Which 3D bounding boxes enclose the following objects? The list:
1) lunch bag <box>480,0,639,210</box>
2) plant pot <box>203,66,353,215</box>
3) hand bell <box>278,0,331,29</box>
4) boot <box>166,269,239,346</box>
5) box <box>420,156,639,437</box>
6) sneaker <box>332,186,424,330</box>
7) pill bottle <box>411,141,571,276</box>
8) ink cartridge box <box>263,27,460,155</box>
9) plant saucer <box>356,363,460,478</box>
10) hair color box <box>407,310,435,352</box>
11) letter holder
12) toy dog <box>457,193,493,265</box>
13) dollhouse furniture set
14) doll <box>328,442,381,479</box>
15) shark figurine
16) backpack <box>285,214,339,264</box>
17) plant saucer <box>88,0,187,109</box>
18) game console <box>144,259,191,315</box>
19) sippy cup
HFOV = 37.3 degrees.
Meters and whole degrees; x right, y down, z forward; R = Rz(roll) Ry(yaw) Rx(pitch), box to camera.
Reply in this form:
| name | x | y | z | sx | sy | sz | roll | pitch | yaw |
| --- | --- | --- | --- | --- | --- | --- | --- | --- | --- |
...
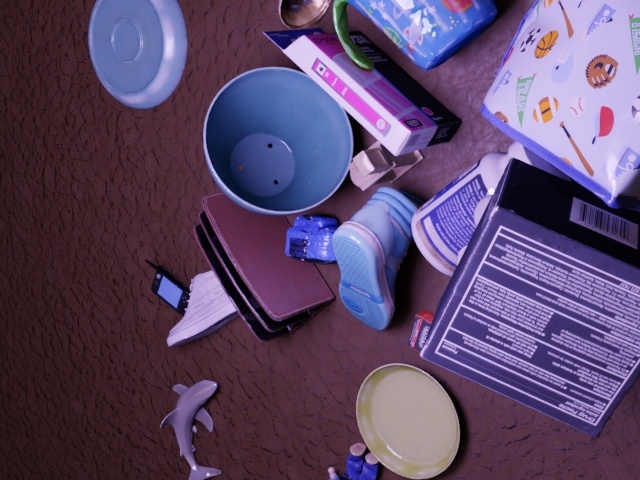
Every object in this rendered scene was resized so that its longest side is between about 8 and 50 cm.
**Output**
| name | x | y | z | sx | sy | sz | roll | pitch | yaw |
| --- | --- | --- | --- | --- | --- | --- | --- | --- | --- |
| lunch bag | 0.444 | -0.259 | 1.439 | 0.385 | 0.239 | 0.328 | 44 | 114 | 46 |
| plant pot | -0.099 | -0.175 | 1.894 | 0.290 | 0.290 | 0.195 | 67 | 164 | 5 |
| hand bell | -0.094 | -0.541 | 1.905 | 0.242 | 0.126 | 0.126 | 48 | 124 | 32 |
| boot | -0.271 | 0.147 | 2.185 | 0.258 | 0.095 | 0.123 | -31 | 75 | 28 |
| box | 0.346 | 0.083 | 1.404 | 0.296 | 0.183 | 0.294 | 25 | 124 | 5 |
| sneaker | 0.134 | 0.027 | 1.840 | 0.127 | 0.208 | 0.319 | 29 | 152 | 24 |
| pill bottle | 0.299 | -0.061 | 1.669 | 0.265 | 0.153 | 0.153 | -40 | 76 | 36 |
| ink cartridge box | 0.076 | -0.304 | 1.767 | 0.371 | 0.176 | 0.069 | 43 | 125 | 21 |
| plant saucer | 0.182 | 0.361 | 1.919 | 0.241 | 0.037 | 0.241 | 8 | 104 | 35 |
| hair color box | 0.244 | 0.199 | 1.835 | 0.141 | 0.043 | 0.072 | 25 | 113 | 29 |
| letter holder | -0.152 | 0.055 | 1.988 | 0.152 | 0.214 | 0.302 | -40 | 76 | 35 |
| toy dog | 0.392 | 0.067 | 1.552 | 0.334 | 0.161 | 0.220 | 16 | 131 | -3 |
| dollhouse furniture set | 0.076 | -0.184 | 1.789 | 0.101 | 0.182 | 0.161 | -38 | 77 | 36 |
| doll | 0.071 | 0.520 | 2.028 | 0.129 | 0.046 | 0.189 | 25 | 120 | 20 |
| shark figurine | -0.332 | 0.457 | 2.274 | 0.166 | 0.116 | 0.278 | 13 | 105 | 35 |
| backpack | 0.000 | 0.000 | 1.938 | 0.120 | 0.098 | 0.101 | 12 | 103 | 35 |
| plant saucer | -0.438 | -0.462 | 2.199 | 0.318 | 0.044 | 0.317 | 9 | 106 | 35 |
| game console | -0.369 | 0.112 | 2.251 | 0.122 | 0.071 | 0.107 | 36 | 118 | 26 |
| sippy cup | 0.181 | -0.429 | 1.650 | 0.224 | 0.240 | 0.305 | 54 | 154 | 2 |
